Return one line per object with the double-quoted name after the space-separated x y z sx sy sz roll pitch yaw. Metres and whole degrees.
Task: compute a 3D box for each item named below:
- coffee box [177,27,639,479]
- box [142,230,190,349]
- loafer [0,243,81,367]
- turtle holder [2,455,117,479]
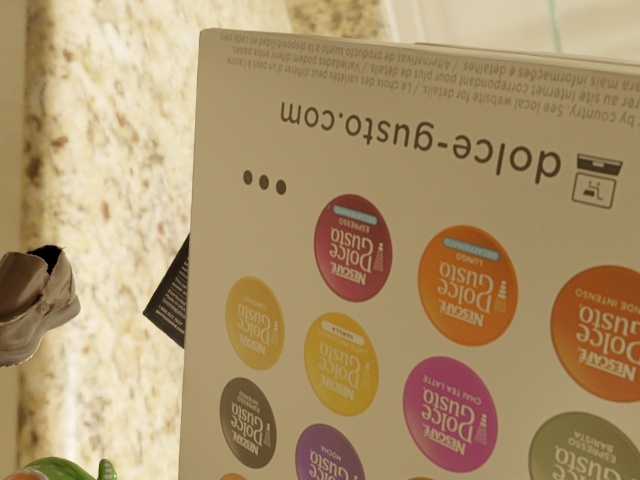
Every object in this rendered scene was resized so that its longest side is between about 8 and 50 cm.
0.153 0.066 0.516 0.338 0.337 0.334 -8 109 -43 "coffee box"
0.000 0.000 1.105 0.312 0.179 0.343 -57 164 14 "box"
-0.443 0.082 1.221 0.366 0.133 0.130 -80 168 -80 "loafer"
-0.421 0.507 1.356 0.227 0.243 0.320 -29 123 -58 "turtle holder"
